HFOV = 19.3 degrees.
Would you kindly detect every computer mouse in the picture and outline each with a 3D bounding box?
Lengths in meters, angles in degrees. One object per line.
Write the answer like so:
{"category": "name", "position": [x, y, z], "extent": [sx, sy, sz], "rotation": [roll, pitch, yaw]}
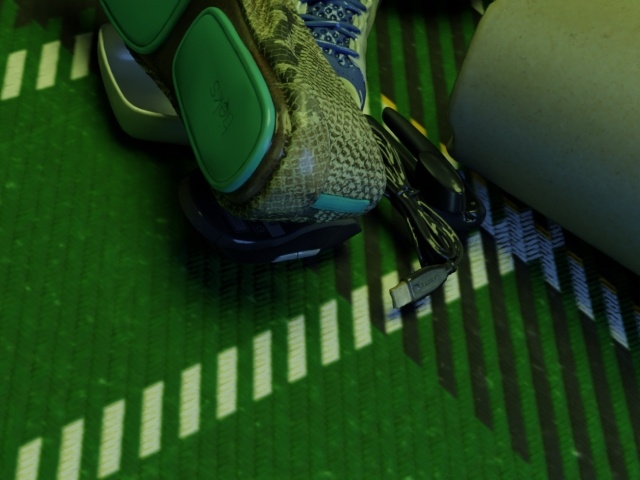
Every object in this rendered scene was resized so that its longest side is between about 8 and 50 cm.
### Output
{"category": "computer mouse", "position": [0.000, 0.000, 1.624], "extent": [0.262, 0.060, 0.184], "rotation": [-18, 64, -43]}

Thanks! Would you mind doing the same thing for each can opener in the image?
{"category": "can opener", "position": [0.097, -0.071, 1.758], "extent": [0.059, 0.073, 0.186], "rotation": [-7, 36, -24]}

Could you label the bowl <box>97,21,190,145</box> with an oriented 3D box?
{"category": "bowl", "position": [-0.135, -0.136, 1.716], "extent": [0.142, 0.053, 0.142], "rotation": [4, 40, -25]}

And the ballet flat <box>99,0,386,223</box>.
{"category": "ballet flat", "position": [-0.075, -0.182, 1.645], "extent": [0.182, 0.164, 0.483], "rotation": [14, 34, -40]}

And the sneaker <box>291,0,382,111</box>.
{"category": "sneaker", "position": [0.004, -0.240, 1.811], "extent": [0.127, 0.182, 0.315], "rotation": [17, 37, -6]}

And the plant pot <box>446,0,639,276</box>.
{"category": "plant pot", "position": [0.293, -0.115, 1.719], "extent": [0.305, 0.334, 0.334], "rotation": [25, 36, 16]}
